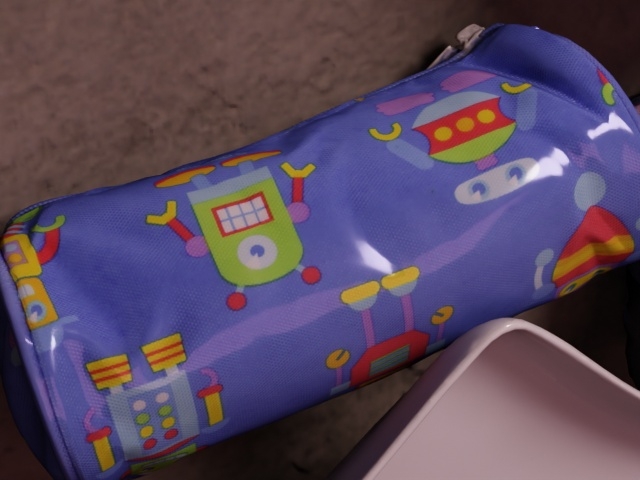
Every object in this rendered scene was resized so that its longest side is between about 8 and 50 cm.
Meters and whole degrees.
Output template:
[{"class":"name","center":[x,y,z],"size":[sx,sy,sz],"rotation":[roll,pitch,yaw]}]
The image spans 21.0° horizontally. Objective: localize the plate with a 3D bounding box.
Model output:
[{"class":"plate","center":[0.061,0.164,0.850],"size":[0.278,0.045,0.277],"rotation":[-49,140,12]}]

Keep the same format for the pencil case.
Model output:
[{"class":"pencil case","center":[0.000,0.000,0.763],"size":[0.306,0.119,0.133],"rotation":[-23,75,-14]}]

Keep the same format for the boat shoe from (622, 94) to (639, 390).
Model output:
[{"class":"boat shoe","center":[0.304,-0.040,0.882],"size":[0.340,0.127,0.158],"rotation":[-20,108,-19]}]
